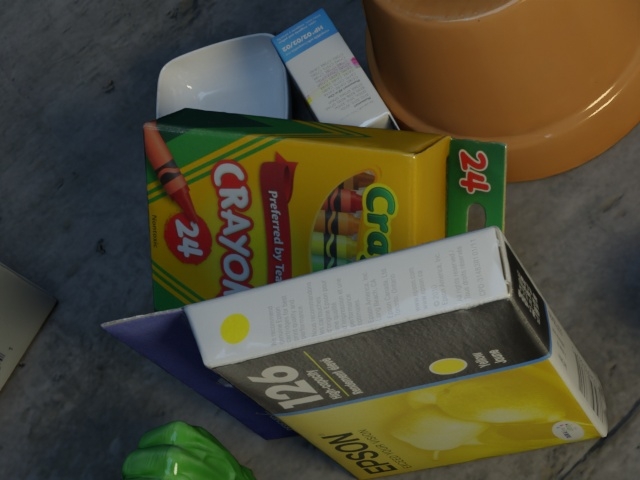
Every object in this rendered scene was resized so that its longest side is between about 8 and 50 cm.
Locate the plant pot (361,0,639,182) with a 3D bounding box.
[{"bbox_3d":[0.156,-0.223,1.257,0.290,0.203,0.291,-9,65,20],"label":"plant pot"}]

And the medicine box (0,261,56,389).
[{"bbox_3d":[-0.463,0.092,1.417,0.289,0.149,0.263,25,79,30],"label":"medicine box"}]

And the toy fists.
[{"bbox_3d":[-0.147,0.289,1.190,0.096,0.142,0.279,10,71,27],"label":"toy fists"}]

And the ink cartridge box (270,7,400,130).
[{"bbox_3d":[0.028,-0.113,1.317,0.061,0.104,0.181,-30,58,1],"label":"ink cartridge box"}]

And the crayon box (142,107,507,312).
[{"bbox_3d":[0.000,0.000,1.234,0.318,0.081,0.202,7,109,27],"label":"crayon box"}]

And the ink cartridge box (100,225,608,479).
[{"bbox_3d":[0.038,0.110,1.097,0.307,0.303,0.072,-16,61,17],"label":"ink cartridge box"}]

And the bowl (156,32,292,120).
[{"bbox_3d":[-0.089,-0.126,1.408,0.142,0.053,0.142,-14,62,19],"label":"bowl"}]
